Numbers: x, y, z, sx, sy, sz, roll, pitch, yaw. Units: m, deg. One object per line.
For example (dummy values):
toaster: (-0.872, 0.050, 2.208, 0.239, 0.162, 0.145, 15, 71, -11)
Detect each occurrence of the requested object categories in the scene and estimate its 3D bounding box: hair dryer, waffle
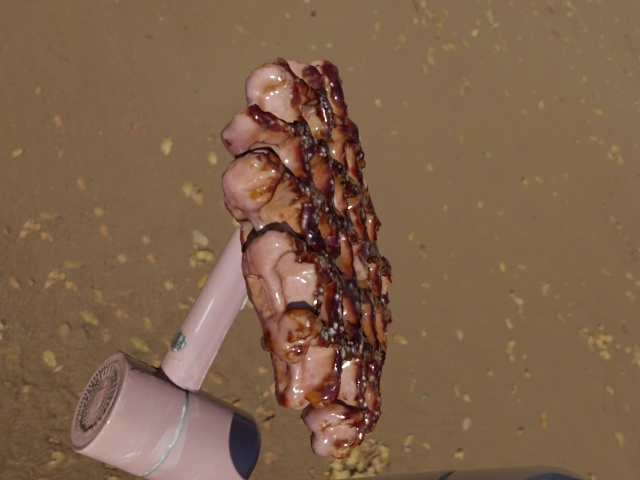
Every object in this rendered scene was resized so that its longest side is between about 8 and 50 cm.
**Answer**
hair dryer: (-0.134, 0.138, 0.892, 0.210, 0.125, 0.352, 33, 78, -28)
waffle: (0.000, 0.000, 0.440, 0.221, 0.055, 0.234, -72, 150, -56)

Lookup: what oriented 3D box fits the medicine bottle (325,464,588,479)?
medicine bottle: (0.078, 0.259, 0.577, 0.130, 0.341, 0.130, 26, 55, -44)
